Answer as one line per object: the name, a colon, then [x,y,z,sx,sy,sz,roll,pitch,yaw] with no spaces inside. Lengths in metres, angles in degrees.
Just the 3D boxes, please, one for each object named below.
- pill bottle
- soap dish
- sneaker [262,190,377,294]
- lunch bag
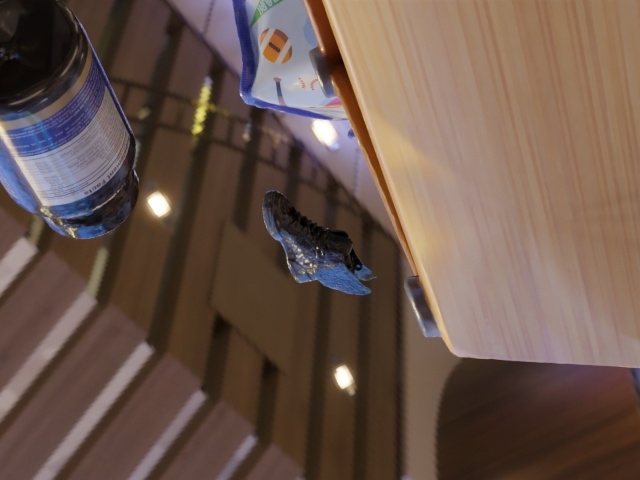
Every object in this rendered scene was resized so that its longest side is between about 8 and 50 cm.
pill bottle: [-0.228,-0.095,1.076,0.219,0.123,0.122,74,-179,-58]
soap dish: [0.040,-0.115,0.430,0.229,0.118,0.291,-110,-2,-47]
sneaker: [-0.001,0.002,1.504,0.051,0.089,0.170,-75,-29,-43]
lunch bag: [0.125,-0.263,1.605,0.385,0.328,0.238,4,-101,-58]
